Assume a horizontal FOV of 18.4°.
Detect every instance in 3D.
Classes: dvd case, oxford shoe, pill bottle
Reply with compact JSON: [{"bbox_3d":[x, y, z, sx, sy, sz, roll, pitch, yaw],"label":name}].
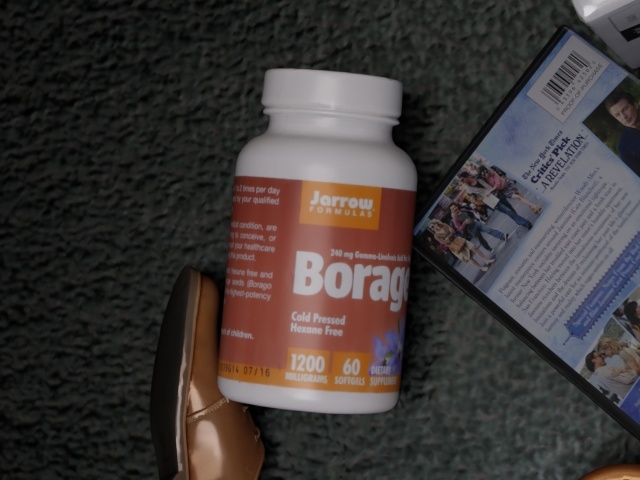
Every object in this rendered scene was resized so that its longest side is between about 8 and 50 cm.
[{"bbox_3d":[0.195,0.003,1.270,0.253,0.022,0.180,41,99,23],"label":"dvd case"},{"bbox_3d":[-0.075,0.124,1.345,0.076,0.076,0.212,1,87,-17],"label":"oxford shoe"},{"bbox_3d":[0.000,0.000,1.290,0.121,0.121,0.216,5,91,13],"label":"pill bottle"}]

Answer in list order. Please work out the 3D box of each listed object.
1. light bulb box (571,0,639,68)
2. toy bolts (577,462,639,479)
[{"bbox_3d":[0.282,-0.280,1.108,0.361,0.358,0.225,-24,86,13],"label":"light bulb box"},{"bbox_3d":[0.149,0.264,1.215,0.218,0.158,0.229,-15,78,10],"label":"toy bolts"}]
